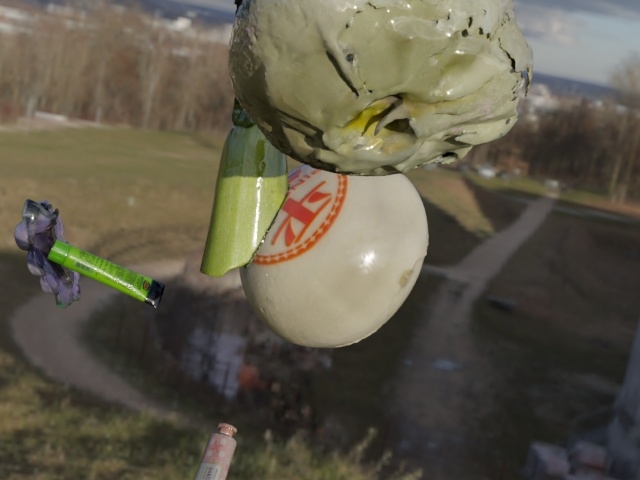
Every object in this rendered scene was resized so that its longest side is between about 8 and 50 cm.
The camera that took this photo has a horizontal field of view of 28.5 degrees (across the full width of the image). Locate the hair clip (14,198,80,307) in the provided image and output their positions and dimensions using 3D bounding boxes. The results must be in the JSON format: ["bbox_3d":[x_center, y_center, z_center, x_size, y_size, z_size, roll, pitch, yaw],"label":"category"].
[{"bbox_3d":[-0.346,0.010,1.658,0.052,0.195,0.124,-4,52,9],"label":"hair clip"}]

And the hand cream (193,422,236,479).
[{"bbox_3d":[-0.175,0.377,1.919,0.067,0.209,0.043,1,-35,26],"label":"hand cream"}]

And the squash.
[{"bbox_3d":[-0.065,-0.060,1.248,0.075,0.200,0.090,12,9,10],"label":"squash"}]

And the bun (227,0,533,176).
[{"bbox_3d":[0.046,-0.130,0.962,0.239,0.239,0.141,8,53,-19],"label":"bun"}]

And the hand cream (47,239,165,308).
[{"bbox_3d":[-0.217,0.032,1.283,0.122,0.023,0.036,24,41,-12],"label":"hand cream"}]

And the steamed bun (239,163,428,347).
[{"bbox_3d":[0.000,0.000,1.411,0.145,0.231,0.232,36,-7,-36],"label":"steamed bun"}]
